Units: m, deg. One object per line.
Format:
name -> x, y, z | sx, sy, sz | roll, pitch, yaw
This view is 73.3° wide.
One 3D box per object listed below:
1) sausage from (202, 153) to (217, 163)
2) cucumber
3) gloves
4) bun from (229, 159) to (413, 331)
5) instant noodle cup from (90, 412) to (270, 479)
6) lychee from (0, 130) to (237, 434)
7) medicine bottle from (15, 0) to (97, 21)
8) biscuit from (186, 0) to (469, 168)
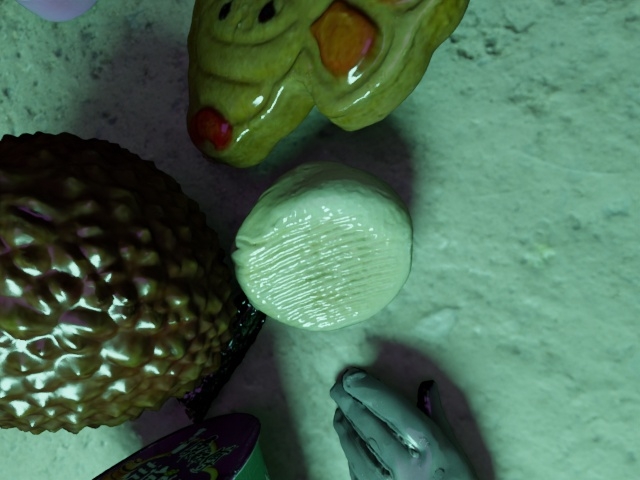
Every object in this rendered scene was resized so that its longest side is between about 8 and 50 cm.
sausage -> -0.106, -0.145, 0.510 | 0.026, 0.026, 0.116 | 29, 92, 12
cucumber -> -0.107, 0.122, 0.482 | 0.053, 0.053, 0.181 | 33, 91, 11
gloves -> 0.105, 0.248, 0.412 | 0.142, 0.119, 0.285 | -31, 76, -24
bun -> 0.000, 0.000, 0.434 | 0.173, 0.113, 0.167 | 6, 118, -6
instant noodle cup -> -0.129, 0.309, 0.386 | 0.251, 0.251, 0.190 | -24, 90, 9
lychee -> -0.225, 0.040, 0.396 | 0.304, 0.276, 0.276 | 21, 90, 3
medicine bottle -> -0.369, -0.373, 0.461 | 0.152, 0.254, 0.152 | -1, 87, 11
biscuit -> -0.019, -0.248, 0.413 | 0.359, 0.074, 0.381 | 33, 97, 41
